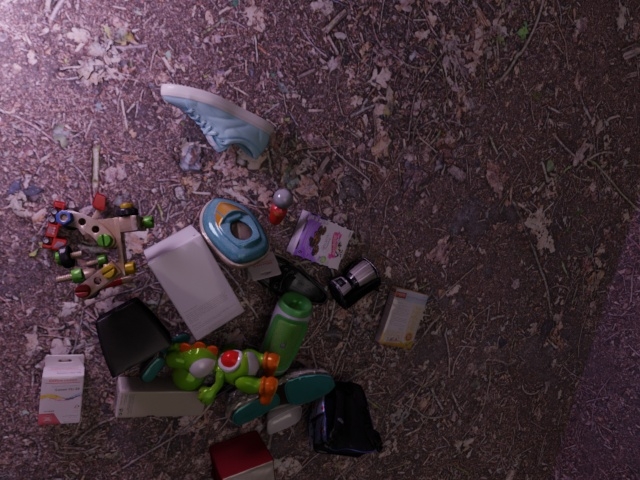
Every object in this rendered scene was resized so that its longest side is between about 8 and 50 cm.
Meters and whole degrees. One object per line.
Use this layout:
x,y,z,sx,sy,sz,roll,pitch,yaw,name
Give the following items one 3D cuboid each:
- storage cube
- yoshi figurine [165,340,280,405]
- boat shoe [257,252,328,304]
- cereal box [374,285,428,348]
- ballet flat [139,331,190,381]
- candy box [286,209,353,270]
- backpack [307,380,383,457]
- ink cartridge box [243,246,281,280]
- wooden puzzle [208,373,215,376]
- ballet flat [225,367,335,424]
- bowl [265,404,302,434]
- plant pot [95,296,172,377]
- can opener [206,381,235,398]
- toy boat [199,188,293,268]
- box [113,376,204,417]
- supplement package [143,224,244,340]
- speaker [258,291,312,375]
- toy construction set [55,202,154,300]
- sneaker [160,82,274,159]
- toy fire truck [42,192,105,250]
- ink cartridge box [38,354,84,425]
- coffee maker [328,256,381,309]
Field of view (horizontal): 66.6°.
-0.274,0.835,1.744,0.215,0.193,0.184,-10,106,-23,storage cube
-0.326,0.429,1.584,0.362,0.203,0.203,16,86,-11,yoshi figurine
-0.109,0.146,1.716,0.340,0.113,0.127,36,84,-28,boat shoe
0.335,0.318,2.010,0.173,0.047,0.240,17,93,-28,cereal box
-0.515,0.369,1.592,0.203,0.074,0.074,-48,117,-10,ballet flat
0.000,0.000,1.762,0.196,0.070,0.165,21,91,-28,candy box
0.077,0.679,1.857,0.276,0.213,0.263,22,52,-32,backpack
-0.210,0.063,1.618,0.104,0.180,0.060,-13,150,-23,ink cartridge box
-0.387,0.447,1.707,0.049,0.006,0.083,-43,116,-12,wooden puzzle
-0.154,0.532,1.764,0.408,0.147,0.147,-14,107,-18,ballet flat
-0.143,0.654,1.824,0.142,0.053,0.142,-16,139,-21,bowl
-0.583,0.279,1.486,0.188,0.187,0.167,-30,100,-17,plant pot
-0.330,0.509,1.722,0.186,0.073,0.059,-26,104,-29,can opener
-0.226,-0.065,1.564,0.318,0.148,0.267,-30,69,-36,toy boat
-0.524,0.511,1.597,0.275,0.113,0.094,10,97,-26,box
-0.399,0.127,1.535,0.177,0.175,0.293,-31,113,-15,supplement package
-0.127,0.328,1.695,0.131,0.131,0.297,7,120,-27,speaker
-0.567,0.035,1.364,0.237,0.309,0.257,-14,65,-12,toy construction set
-0.320,-0.354,1.492,0.366,0.135,0.150,19,90,-27,sneaker
-0.714,-0.056,1.413,0.135,0.047,0.192,16,95,-30,toy fire truck
-0.784,0.451,1.479,0.115,0.067,0.198,5,99,-26,ink cartridge box
0.136,0.179,1.841,0.178,0.120,0.171,-33,114,-16,coffee maker
